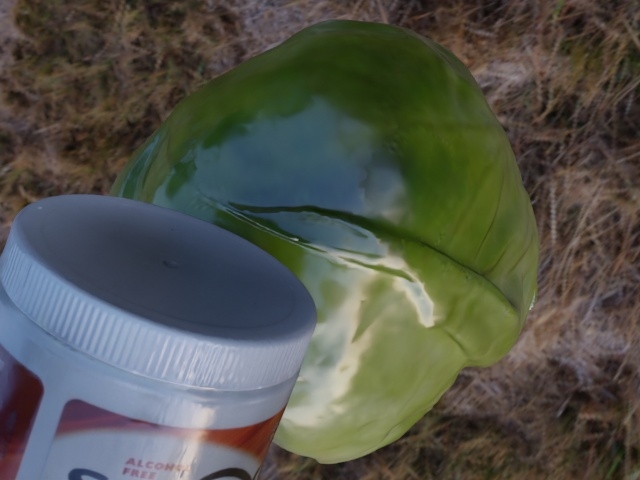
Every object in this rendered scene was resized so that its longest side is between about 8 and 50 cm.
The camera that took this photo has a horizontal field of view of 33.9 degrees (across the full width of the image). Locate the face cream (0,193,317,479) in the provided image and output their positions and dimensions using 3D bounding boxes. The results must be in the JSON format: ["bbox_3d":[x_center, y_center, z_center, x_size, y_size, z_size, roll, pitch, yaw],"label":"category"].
[{"bbox_3d":[-0.125,0.094,0.678,0.201,0.201,0.187,29,109,22],"label":"face cream"}]

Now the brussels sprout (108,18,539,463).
[{"bbox_3d":[0.004,-0.002,0.939,0.342,0.425,0.361,49,168,20],"label":"brussels sprout"}]
